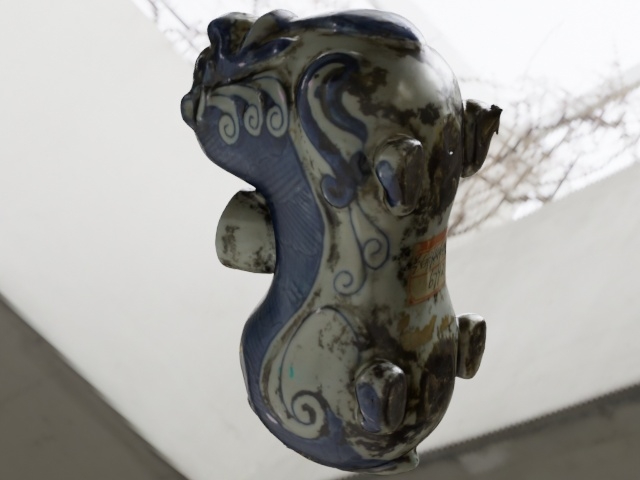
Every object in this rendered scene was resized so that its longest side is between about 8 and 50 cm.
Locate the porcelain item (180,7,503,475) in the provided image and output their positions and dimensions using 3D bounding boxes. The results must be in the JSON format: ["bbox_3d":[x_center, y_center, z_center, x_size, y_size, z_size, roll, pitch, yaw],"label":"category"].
[{"bbox_3d":[0.000,0.000,0.887,0.186,0.138,0.288,13,-66,30],"label":"porcelain item"}]
